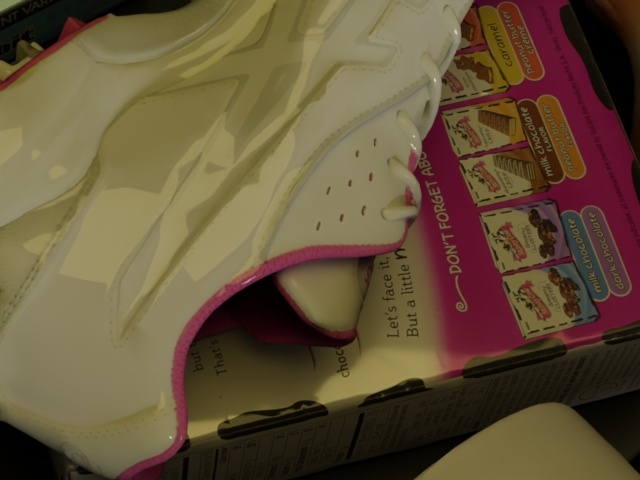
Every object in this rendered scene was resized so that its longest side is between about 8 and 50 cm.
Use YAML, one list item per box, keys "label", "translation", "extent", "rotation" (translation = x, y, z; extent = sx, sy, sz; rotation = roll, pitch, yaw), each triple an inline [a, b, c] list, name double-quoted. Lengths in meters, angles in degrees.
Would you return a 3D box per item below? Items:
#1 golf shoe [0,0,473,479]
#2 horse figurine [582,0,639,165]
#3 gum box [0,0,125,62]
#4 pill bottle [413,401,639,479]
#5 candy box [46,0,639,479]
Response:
- label: "golf shoe"
  translation: [-0.005, -0.044, 0.646]
  extent: [0.306, 0.115, 0.140]
  rotation: [-41, 83, -16]
- label: "horse figurine"
  translation: [0.176, -0.064, 0.771]
  extent: [0.174, 0.066, 0.263]
  rotation: [-1, 60, -13]
- label: "gum box"
  translation: [-0.184, -0.145, 0.788]
  extent: [0.157, 0.041, 0.184]
  rotation: [-31, 70, -19]
- label: "pill bottle"
  translation: [0.123, 0.192, 0.569]
  extent: [0.160, 0.160, 0.283]
  rotation: [-34, 65, -21]
- label: "candy box"
  translation: [0.000, 0.000, 0.714]
  extent: [0.233, 0.071, 0.159]
  rotation: [-12, 64, -13]
